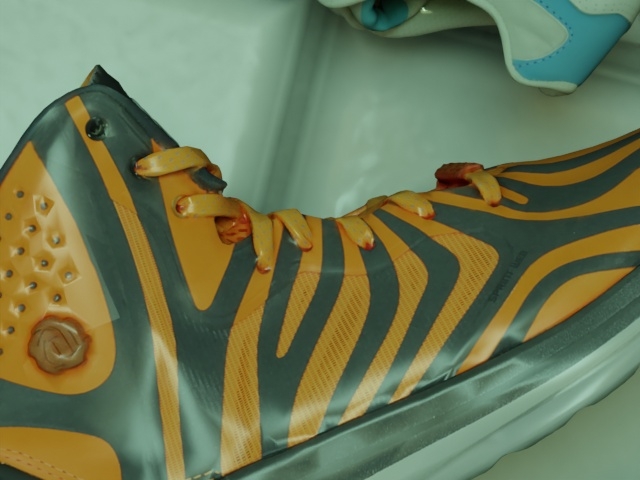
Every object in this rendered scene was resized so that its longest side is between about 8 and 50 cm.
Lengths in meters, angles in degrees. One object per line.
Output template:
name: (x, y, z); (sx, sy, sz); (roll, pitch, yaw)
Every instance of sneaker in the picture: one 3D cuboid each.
sneaker: (0.008, -0.126, 0.647); (0.229, 0.087, 0.092); (26, 94, 26)
sneaker: (0.000, 0.000, 0.635); (0.321, 0.124, 0.180); (-33, 91, -14)
